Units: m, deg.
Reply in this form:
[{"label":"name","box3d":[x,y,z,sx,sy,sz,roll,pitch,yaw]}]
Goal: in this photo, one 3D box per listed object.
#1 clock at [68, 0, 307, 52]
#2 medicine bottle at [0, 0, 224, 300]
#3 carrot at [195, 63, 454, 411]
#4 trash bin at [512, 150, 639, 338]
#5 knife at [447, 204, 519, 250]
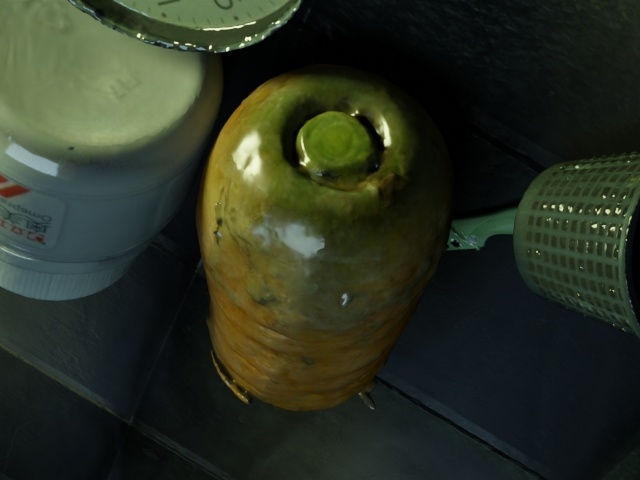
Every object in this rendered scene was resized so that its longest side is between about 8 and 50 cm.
[{"label":"clock","box3d":[-0.126,-0.283,1.348,0.312,0.061,0.313,17,138,16]},{"label":"medicine bottle","box3d":[-0.230,-0.095,1.582,0.245,0.245,0.306,31,150,2]},{"label":"carrot","box3d":[0.000,0.000,1.544,0.224,0.224,0.341,26,154,10]},{"label":"trash bin","box3d":[0.248,-0.002,1.390,0.161,0.175,0.175,12,147,52]},{"label":"knife","box3d":[0.143,-0.009,1.597,0.293,0.020,0.043,-7,129,49]}]
